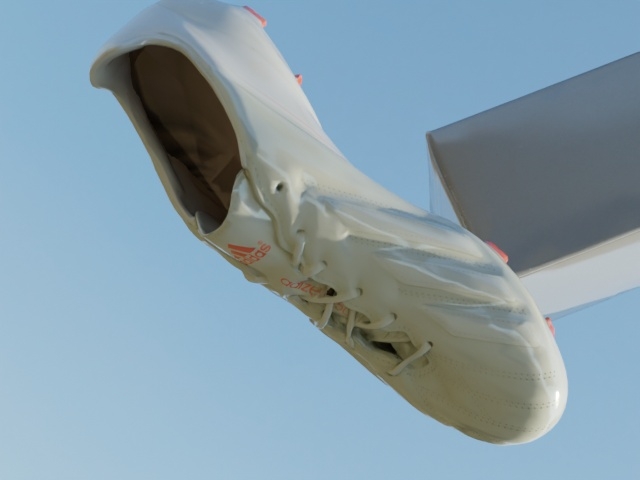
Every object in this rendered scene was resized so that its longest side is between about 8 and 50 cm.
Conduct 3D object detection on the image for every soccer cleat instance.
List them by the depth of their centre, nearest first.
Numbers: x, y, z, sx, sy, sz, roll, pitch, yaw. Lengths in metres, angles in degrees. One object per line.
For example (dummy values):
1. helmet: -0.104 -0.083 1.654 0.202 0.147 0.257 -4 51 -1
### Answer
1. soccer cleat: 0.000 0.000 0.469 0.196 0.076 0.068 47 -56 5

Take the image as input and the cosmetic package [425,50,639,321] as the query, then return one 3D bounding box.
1. cosmetic package: 0.183 -0.038 0.784 0.127 0.238 0.107 80 -8 -70
